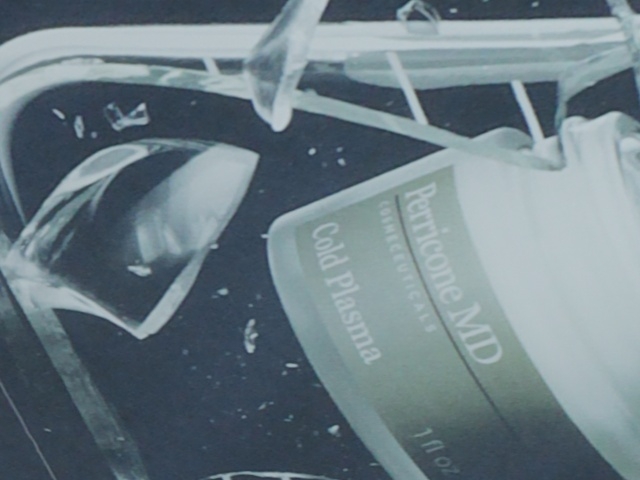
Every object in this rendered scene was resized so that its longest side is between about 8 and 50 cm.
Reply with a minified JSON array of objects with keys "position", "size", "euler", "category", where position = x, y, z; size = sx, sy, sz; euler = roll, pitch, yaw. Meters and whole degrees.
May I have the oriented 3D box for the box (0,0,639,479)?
[{"position":[0.013,-0.113,0.739],"size":[0.472,0.297,0.480],"euler":[-14,121,17],"category":"box"}]
